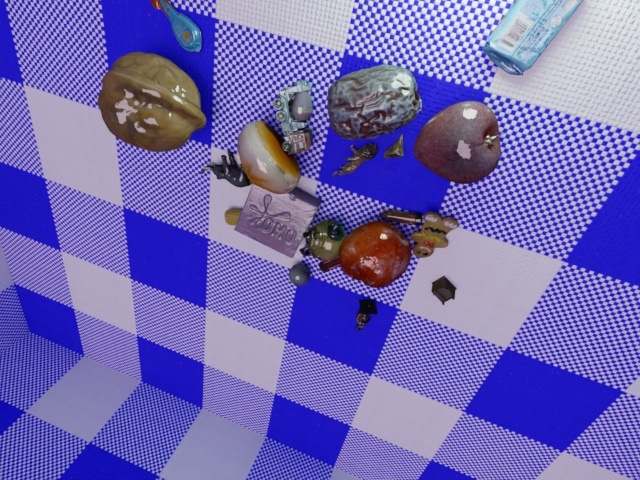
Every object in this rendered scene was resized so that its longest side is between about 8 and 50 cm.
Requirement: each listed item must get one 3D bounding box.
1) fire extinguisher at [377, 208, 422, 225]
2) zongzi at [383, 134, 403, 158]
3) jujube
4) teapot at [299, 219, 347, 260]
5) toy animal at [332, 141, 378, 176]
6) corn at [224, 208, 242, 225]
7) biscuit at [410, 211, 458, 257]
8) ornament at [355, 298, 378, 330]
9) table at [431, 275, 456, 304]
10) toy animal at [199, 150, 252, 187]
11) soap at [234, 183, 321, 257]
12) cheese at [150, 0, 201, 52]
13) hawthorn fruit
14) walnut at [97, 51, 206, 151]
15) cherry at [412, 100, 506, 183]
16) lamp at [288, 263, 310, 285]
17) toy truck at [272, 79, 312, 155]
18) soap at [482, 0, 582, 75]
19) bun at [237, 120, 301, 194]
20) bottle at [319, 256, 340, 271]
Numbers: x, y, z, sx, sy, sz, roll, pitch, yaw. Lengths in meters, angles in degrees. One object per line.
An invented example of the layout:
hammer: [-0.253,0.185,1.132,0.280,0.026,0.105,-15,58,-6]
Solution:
fire extinguisher: [0.316,-0.092,1.657,0.177,0.050,0.062,9,133,17]
zongzi: [0.268,-0.346,1.526,0.076,0.040,0.083,2,109,28]
jujube: [0.174,-0.459,1.390,0.316,0.226,0.226,-5,118,18]
teapot: [0.000,0.000,1.741,0.182,0.173,0.269,12,148,-40]
toy animal: [0.119,-0.307,1.588,0.219,0.069,0.086,-31,116,35]
corn: [-0.361,-0.101,1.905,0.165,0.063,0.085,9,112,13]
biscuit: [0.439,-0.010,1.641,0.158,0.035,0.240,13,134,-4]
ornament: [0.213,0.365,1.975,0.081,0.088,0.203,0,136,-6]
table: [0.519,0.214,1.747,0.083,0.082,0.070,45,125,-9]
toy animal: [-0.400,-0.310,1.779,0.269,0.082,0.137,18,124,10]
soap: [-0.183,-0.110,1.774,0.296,0.107,0.286,25,118,-4]
cheese: [-0.534,-0.819,1.544,0.106,0.037,0.256,-30,105,32]
hawthorn fruit: [0.221,0.055,1.660,0.284,0.284,0.285,10,123,15]
walnut: [-0.648,-0.519,1.594,0.383,0.384,0.384,10,123,15]
cherry: [0.454,-0.316,1.363,0.307,0.221,0.261,-3,112,38]
lamp: [-0.099,0.161,1.944,0.105,0.105,0.105,10,123,15]
toy truck: [-0.088,-0.460,1.554,0.140,0.108,0.257,-6,116,9]
soap: [0.612,-0.631,1.186,0.156,0.077,0.293,33,127,-2]
bun: [-0.211,-0.295,1.572,0.164,0.299,0.299,-33,105,20]
bottle: [0.065,0.097,1.867,0.164,0.060,0.060,-25,109,32]
